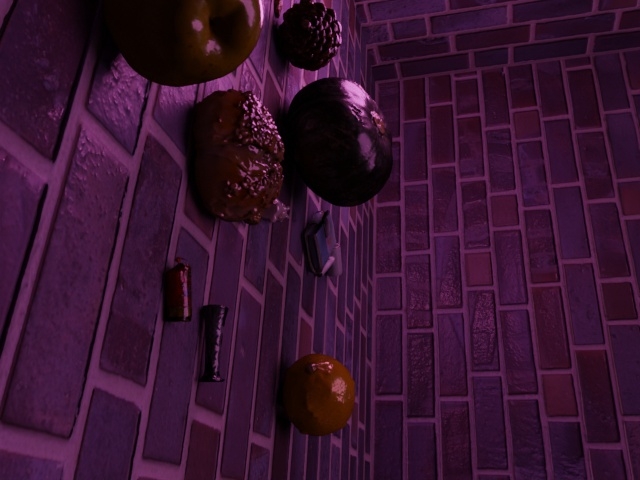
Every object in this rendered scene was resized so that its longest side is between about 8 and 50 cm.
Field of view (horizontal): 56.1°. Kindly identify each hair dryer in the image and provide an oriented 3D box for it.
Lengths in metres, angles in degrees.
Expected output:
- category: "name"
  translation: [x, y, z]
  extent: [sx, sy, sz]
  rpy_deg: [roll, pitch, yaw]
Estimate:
- category: "hair dryer"
  translation: [0.031, 0.106, 2.418]
  extent: [0.236, 0.073, 0.131]
  rpy_deg: [-49, 135, -67]

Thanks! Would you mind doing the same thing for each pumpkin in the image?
- category: "pumpkin"
  translation: [0.061, -0.338, 2.091]
  extent: [0.454, 0.343, 0.455]
  rpy_deg: [51, 28, -42]

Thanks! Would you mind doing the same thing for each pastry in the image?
- category: "pastry"
  translation: [-0.178, -0.204, 1.418]
  extent: [0.284, 0.184, 0.316]
  rpy_deg: [34, 53, -74]

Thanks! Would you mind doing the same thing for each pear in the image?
- category: "pear"
  translation: [-0.238, -0.415, 1.056]
  extent: [0.294, 0.294, 0.295]
  rpy_deg: [-4, 90, -76]

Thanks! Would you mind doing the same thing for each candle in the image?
- category: "candle"
  translation: [-0.282, 0.098, 1.200]
  extent: [0.052, 0.051, 0.131]
  rpy_deg: [27, 60, -74]

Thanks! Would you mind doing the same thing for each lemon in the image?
- category: "lemon"
  translation: [-0.006, 0.475, 1.847]
  extent: [0.234, 0.233, 0.288]
  rpy_deg: [-78, 167, -48]

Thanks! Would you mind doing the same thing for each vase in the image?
- category: "vase"
  translation: [-0.237, 0.229, 1.330]
  extent: [0.059, 0.059, 0.167]
  rpy_deg: [47, 42, -68]

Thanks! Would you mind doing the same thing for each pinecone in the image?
- category: "pinecone"
  translation: [-0.034, -0.696, 2.071]
  extent: [0.272, 0.224, 0.224]
  rpy_deg: [67, 20, -84]

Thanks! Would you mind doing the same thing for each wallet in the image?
- category: "wallet"
  translation: [0.000, 0.000, 2.294]
  extent: [0.250, 0.074, 0.176]
  rpy_deg: [-59, 141, -64]

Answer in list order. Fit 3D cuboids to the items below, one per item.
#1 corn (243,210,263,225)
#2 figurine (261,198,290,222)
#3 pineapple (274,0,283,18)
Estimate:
- category: "corn"
  translation: [-0.184, -0.156, 1.610]
  extent: [0.080, 0.080, 0.231]
  rpy_deg: [49, 41, -67]
- category: "figurine"
  translation: [-0.131, -0.103, 1.788]
  extent: [0.146, 0.081, 0.098]
  rpy_deg: [-12, 98, -76]
- category: "pineapple"
  translation: [-0.143, -0.805, 2.056]
  extent: [0.045, 0.019, 0.083]
  rpy_deg: [71, 23, -55]
